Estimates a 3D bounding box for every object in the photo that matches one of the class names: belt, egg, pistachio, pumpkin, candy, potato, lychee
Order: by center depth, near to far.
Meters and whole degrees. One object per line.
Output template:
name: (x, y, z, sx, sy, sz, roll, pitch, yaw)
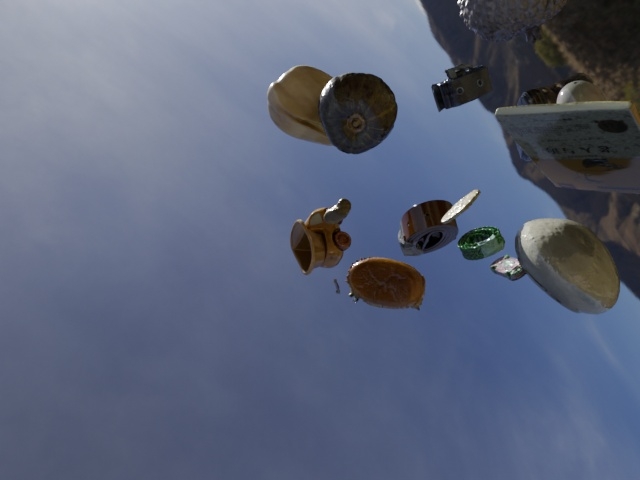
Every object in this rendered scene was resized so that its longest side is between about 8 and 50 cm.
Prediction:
egg: (0.662, -0.341, 1.130, 0.103, 0.103, 0.135, 0, -117, -50)
candy: (0.635, 0.051, 1.146, 0.296, 0.185, 0.295, 33, -159, -15)
pumpkin: (0.103, -0.352, 1.205, 0.219, 0.219, 0.162, 43, -143, -13)
potato: (0.049, -0.076, 1.212, 0.045, 0.092, 0.046, 26, -149, -47)
pistachio: (-0.018, -0.422, 1.426, 0.321, 0.229, 0.237, 15, -136, -28)
lychee: (0.630, -0.847, 1.430, 0.380, 0.381, 0.432, -41, -69, -56)
belt: (0.542, 0.015, 1.487, 0.079, 0.151, 0.121, 54, -137, -20)
belt: (0.493, -0.539, 1.524, 0.218, 0.122, 0.128, -28, -74, -28)
belt: (0.428, -0.040, 1.795, 0.218, 0.338, 0.122, -6, -110, -4)

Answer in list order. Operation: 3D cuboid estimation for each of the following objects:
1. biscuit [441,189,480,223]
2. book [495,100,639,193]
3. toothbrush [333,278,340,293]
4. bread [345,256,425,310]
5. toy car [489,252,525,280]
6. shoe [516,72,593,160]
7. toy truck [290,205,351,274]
biscuit: (0.420, -0.102, 1.340, 0.020, 0.152, 0.152, 46, -146, 0)
book: (0.596, -0.196, 0.995, 0.389, 0.269, 0.032, 25, -96, -38)
toothbrush: (0.065, 0.182, 1.732, 0.194, 0.017, 0.014, 76, -162, -70)
bread: (0.311, 0.205, 2.152, 0.183, 0.389, 0.235, 49, -131, -65)
toy car: (0.562, 0.083, 1.323, 0.055, 0.069, 0.142, 51, 180, -10)
shoe: (0.793, -0.412, 1.508, 0.384, 0.237, 0.171, 38, -141, -68)
toy truck: (0.000, 0.000, 1.900, 0.212, 0.204, 0.287, -5, -120, -24)
